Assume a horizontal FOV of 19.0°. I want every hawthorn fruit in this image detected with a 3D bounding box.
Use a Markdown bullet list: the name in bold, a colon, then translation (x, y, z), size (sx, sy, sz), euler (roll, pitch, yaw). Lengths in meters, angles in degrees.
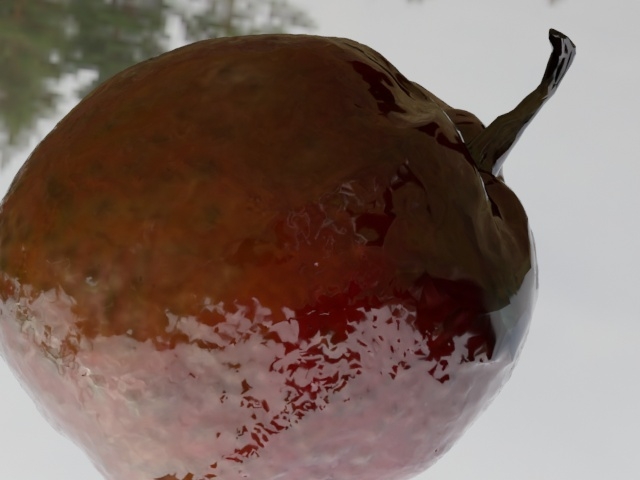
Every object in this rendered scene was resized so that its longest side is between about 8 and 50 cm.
- **hawthorn fruit**: translation (0.000, 0.000, 0.585), size (0.194, 0.157, 0.157), euler (-33, -170, 14)
